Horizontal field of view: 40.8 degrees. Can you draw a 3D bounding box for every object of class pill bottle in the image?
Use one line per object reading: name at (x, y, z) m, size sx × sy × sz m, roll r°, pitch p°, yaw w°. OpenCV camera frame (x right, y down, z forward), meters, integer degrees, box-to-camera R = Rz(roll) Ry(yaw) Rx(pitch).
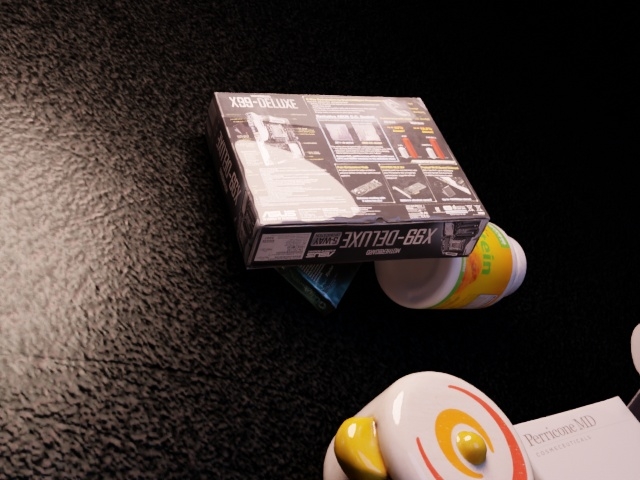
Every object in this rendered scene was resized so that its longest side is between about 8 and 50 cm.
pill bottle at (0.202, 0.032, 1.260) m, size 0.246 × 0.136 × 0.136 m, roll 5°, pitch 50°, yaw -50°

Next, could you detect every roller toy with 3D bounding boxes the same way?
roller toy at (0.112, 0.236, 0.873) m, size 0.209 × 0.146 × 0.191 m, roll 44°, pitch 36°, yaw 3°

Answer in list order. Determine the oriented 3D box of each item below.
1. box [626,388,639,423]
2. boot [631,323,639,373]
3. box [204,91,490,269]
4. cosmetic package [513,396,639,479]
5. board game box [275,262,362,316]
box at (0.572, 0.256, 1.243) m, size 0.179 × 0.343 × 0.312 m, roll 39°, pitch 24°, yaw 28°
boot at (0.703, 0.281, 1.689) m, size 0.123 × 0.095 × 0.258 m, roll 11°, pitch 54°, yaw -55°
box at (0.027, -0.084, 1.097) m, size 0.307 × 0.076 × 0.242 m, roll -3°, pitch 48°, yaw -23°
cosmetic package at (0.339, 0.376, 0.924) m, size 0.217 × 0.156 × 0.385 m, roll -6°, pitch 50°, yaw -38°
board game box at (0.000, 0.000, 1.124) m, size 0.126 × 0.026 × 0.186 m, roll 44°, pitch 37°, yaw -7°
